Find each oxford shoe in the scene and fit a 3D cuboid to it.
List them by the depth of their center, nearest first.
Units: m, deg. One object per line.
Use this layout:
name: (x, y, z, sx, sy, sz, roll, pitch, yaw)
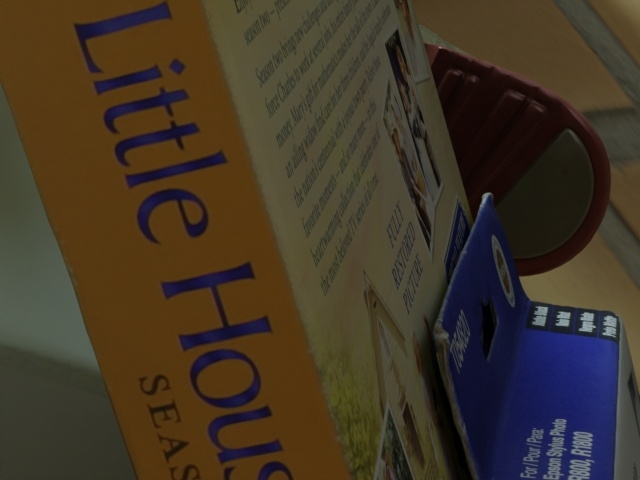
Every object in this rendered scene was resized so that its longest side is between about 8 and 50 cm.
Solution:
oxford shoe: (-0.020, -0.088, 0.884, 0.348, 0.123, 0.130, 33, 5, 2)

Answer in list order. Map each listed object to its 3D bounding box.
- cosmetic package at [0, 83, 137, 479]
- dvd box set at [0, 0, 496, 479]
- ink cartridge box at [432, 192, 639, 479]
cosmetic package: (-0.260, -0.045, 0.564, 0.453, 0.161, 0.230, 21, 40, -22)
dvd box set: (0.000, 0.000, 0.555, 0.307, 0.062, 0.420, -66, 141, -70)
ink cartridge box: (0.097, 0.105, 0.622, 0.223, 0.045, 0.224, -55, 131, -73)
